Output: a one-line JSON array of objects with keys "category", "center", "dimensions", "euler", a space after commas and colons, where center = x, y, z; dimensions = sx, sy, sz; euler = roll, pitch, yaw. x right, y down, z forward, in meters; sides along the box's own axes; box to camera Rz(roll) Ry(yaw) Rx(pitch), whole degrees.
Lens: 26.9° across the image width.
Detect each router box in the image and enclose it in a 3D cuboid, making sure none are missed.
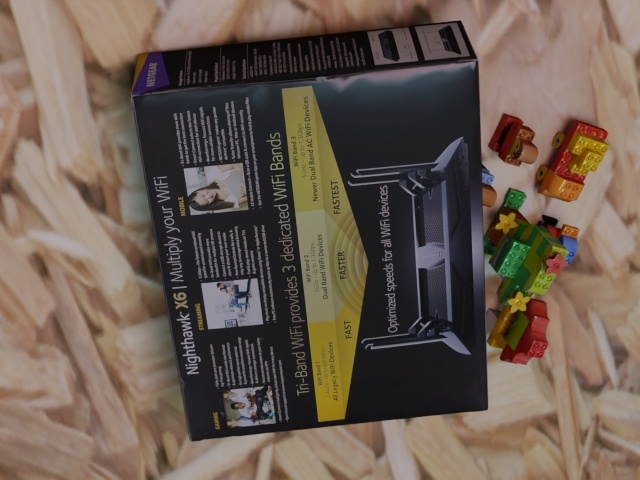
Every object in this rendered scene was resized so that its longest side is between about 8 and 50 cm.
[{"category": "router box", "center": [0.000, 0.000, 1.019], "dimensions": [0.243, 0.081, 0.308], "euler": [-6, 120, -1]}]

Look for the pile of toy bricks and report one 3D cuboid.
[{"category": "pile of toy bricks", "center": [0.170, 0.006, 1.098], "dimensions": [0.118, 0.105, 0.212], "euler": [14, 112, -25]}]
